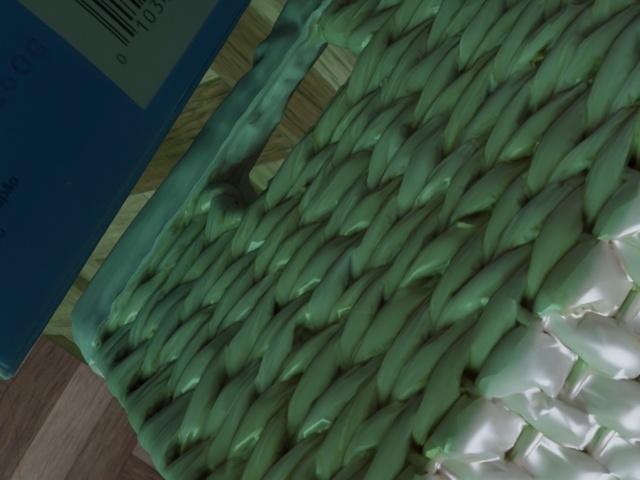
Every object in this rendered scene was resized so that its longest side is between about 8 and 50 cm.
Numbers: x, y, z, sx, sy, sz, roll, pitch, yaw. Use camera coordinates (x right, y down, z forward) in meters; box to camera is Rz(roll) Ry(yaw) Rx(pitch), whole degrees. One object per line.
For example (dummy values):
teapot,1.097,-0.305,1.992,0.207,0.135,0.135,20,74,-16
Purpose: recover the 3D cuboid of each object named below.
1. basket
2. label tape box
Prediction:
basket,0.114,0.038,0.491,0.331,0.328,0.266,36,-177,-34
label tape box,-0.200,-0.063,0.521,0.115,0.249,0.347,41,153,-29
